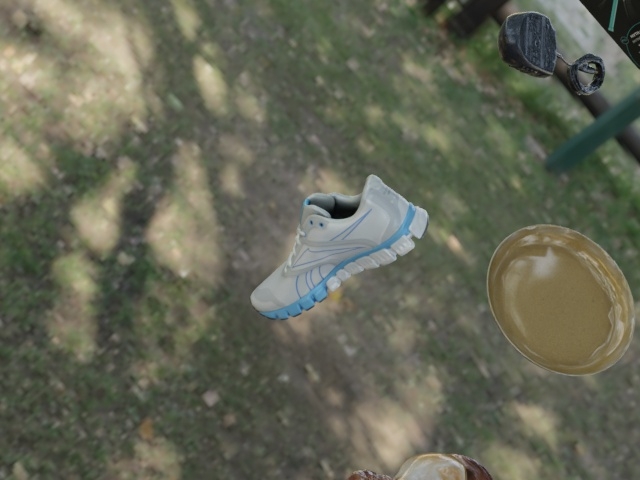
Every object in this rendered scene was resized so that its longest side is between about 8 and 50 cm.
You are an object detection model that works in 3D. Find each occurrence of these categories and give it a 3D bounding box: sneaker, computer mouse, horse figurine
[{"bbox_3d":[0.000,0.000,1.205,0.083,0.191,0.071,45,29,-21],"label":"sneaker"},{"bbox_3d":[0.276,-0.221,1.628,0.242,0.041,0.071,14,78,-52],"label":"computer mouse"},{"bbox_3d":[0.099,0.270,1.290,0.263,0.066,0.174,-20,97,-49],"label":"horse figurine"}]

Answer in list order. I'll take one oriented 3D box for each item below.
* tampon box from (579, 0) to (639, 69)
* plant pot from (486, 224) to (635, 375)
[{"bbox_3d":[0.313,-0.271,1.285,0.161,0.120,0.101,46,57,-9],"label":"tampon box"},{"bbox_3d":[0.342,0.089,1.955,0.236,0.032,0.236,8,63,-17],"label":"plant pot"}]
